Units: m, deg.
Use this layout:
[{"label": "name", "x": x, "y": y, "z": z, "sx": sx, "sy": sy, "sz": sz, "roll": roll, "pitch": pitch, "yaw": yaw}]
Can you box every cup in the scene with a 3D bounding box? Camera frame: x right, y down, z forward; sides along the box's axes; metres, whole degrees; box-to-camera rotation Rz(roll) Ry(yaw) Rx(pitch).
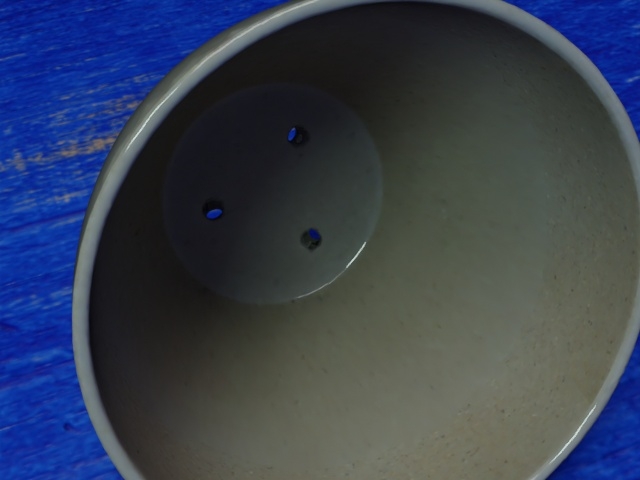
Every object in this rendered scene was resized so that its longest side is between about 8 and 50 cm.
[{"label": "cup", "x": 0.000, "y": 0.000, "z": 0.646, "sx": 0.331, "sy": 0.331, "sz": 0.237, "roll": -17, "pitch": 22, "yaw": -14}]
